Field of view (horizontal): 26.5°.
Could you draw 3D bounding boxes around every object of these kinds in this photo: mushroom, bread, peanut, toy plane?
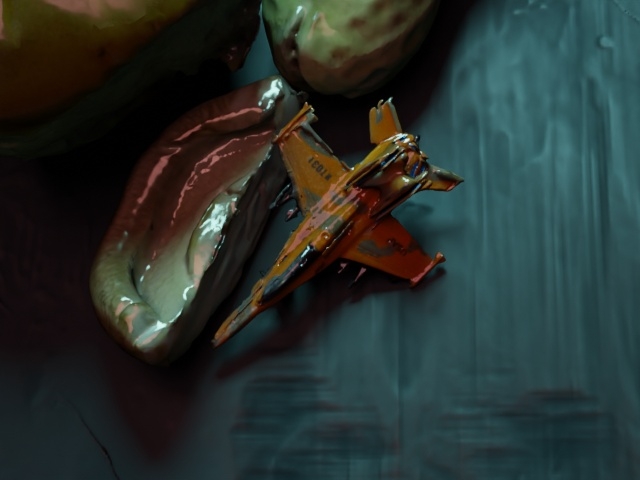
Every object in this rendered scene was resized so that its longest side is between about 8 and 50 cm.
[{"bbox_3d":[-0.085,-0.015,0.875,0.094,0.072,0.210,18,68,14],"label":"mushroom"},{"bbox_3d":[-0.158,-0.201,0.883,0.250,0.225,0.279,-29,70,-2],"label":"bread"},{"bbox_3d":[0.051,-0.229,0.916,0.130,0.130,0.290,26,80,18],"label":"peanut"},{"bbox_3d":[-0.001,-0.002,0.864,0.188,0.062,0.135,-44,98,10],"label":"toy plane"}]
